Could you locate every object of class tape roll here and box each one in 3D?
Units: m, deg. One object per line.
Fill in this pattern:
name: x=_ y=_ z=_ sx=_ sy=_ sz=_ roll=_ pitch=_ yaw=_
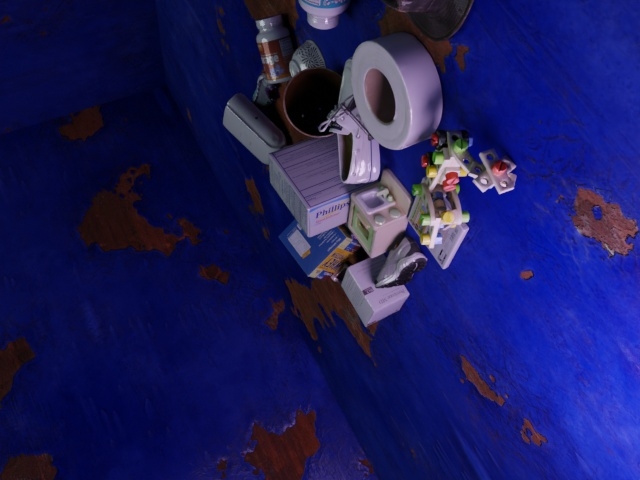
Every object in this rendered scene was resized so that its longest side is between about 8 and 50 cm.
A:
tape roll: x=0.191 y=-0.382 z=1.560 sx=0.286 sy=0.100 sz=0.286 roll=52 pitch=156 yaw=36

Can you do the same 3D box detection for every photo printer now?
photo printer: x=-0.274 y=-0.458 z=2.585 sx=0.307 sy=0.107 sz=0.256 roll=44 pitch=165 yaw=-3

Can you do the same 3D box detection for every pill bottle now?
pill bottle: x=-0.155 y=-0.670 z=2.124 sx=0.121 sy=0.121 sz=0.216 roll=32 pitch=141 yaw=59
pill bottle: x=0.013 y=-0.700 z=1.603 sx=0.146 sy=0.146 sz=0.264 roll=55 pitch=158 yaw=30

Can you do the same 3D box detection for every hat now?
hat: x=0.184 y=-0.582 z=1.303 sx=0.331 sy=0.133 sz=0.331 roll=52 pitch=155 yaw=36

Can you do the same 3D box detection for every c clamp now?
c clamp: x=0.119 y=-0.342 z=1.700 sx=0.160 sy=0.137 sz=0.022 roll=38 pitch=168 yaw=-22

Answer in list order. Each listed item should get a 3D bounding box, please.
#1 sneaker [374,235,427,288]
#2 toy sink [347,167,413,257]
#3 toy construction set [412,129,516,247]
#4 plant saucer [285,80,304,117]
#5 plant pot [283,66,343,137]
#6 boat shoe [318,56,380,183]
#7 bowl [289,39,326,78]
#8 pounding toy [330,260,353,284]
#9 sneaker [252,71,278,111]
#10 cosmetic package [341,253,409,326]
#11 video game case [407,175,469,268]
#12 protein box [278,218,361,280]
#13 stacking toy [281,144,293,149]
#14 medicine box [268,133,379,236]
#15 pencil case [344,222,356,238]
sneaker: x=0.249 y=0.078 z=1.942 sx=0.271 sy=0.100 sz=0.108 roll=-53 pitch=49 yaw=55
toy sink: x=0.178 y=-0.083 z=1.888 sx=0.153 sy=0.131 sz=0.234 roll=56 pitch=158 yaw=28
toy construction set: x=0.315 y=-0.134 z=1.433 sx=0.328 sy=0.151 sz=0.215 roll=133 pitch=138 yaw=-61
plant saucer: x=-0.069 y=-0.501 z=2.219 sx=0.199 sy=0.036 sz=0.199 roll=52 pitch=156 yaw=35
plant pot: x=-0.017 y=-0.422 z=1.958 sx=0.230 sy=0.215 sz=0.215 roll=-178 pitch=65 yaw=-85
boat shoe: x=0.073 y=-0.343 z=1.770 sx=0.136 sy=0.156 sz=0.367 roll=-152 pitch=54 yaw=-61
bowl: x=-0.053 y=-0.575 z=2.024 sx=0.170 sy=0.080 sz=0.170 roll=52 pitch=155 yaw=36
pounding toy: x=0.100 y=0.085 z=2.274 sx=0.269 sy=0.155 sz=0.154 roll=42 pitch=-175 yaw=-28
sneaker: x=-0.220 y=-0.579 z=2.469 sx=0.098 sy=0.083 sz=0.224 roll=55 pitch=158 yaw=17
cosmetic package: x=0.188 y=0.172 z=2.123 sx=0.184 sy=0.151 sz=0.151 roll=58 pitch=159 yaw=22
video game case: x=0.325 y=-0.048 z=1.702 sx=0.193 sy=0.023 sz=0.212 roll=58 pitch=160 yaw=25
protein box: x=0.000 y=0.000 z=2.158 sx=0.201 sy=0.200 sz=0.136 roll=51 pitch=-165 yaw=27
stacking toy: x=-0.123 y=-0.267 z=2.512 sx=0.141 sy=0.141 sz=0.330 roll=63 pitch=166 yaw=11
medicine box: x=0.006 y=-0.196 z=2.018 sx=0.289 sy=0.263 sz=0.149 roll=56 pitch=159 yaw=31
pencil case: x=0.100 y=-0.103 z=2.128 sx=0.236 sy=0.104 sz=0.104 roll=57 pitch=159 yaw=33
